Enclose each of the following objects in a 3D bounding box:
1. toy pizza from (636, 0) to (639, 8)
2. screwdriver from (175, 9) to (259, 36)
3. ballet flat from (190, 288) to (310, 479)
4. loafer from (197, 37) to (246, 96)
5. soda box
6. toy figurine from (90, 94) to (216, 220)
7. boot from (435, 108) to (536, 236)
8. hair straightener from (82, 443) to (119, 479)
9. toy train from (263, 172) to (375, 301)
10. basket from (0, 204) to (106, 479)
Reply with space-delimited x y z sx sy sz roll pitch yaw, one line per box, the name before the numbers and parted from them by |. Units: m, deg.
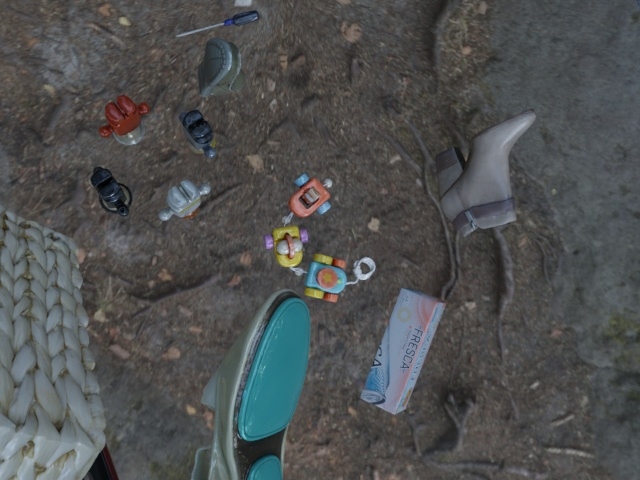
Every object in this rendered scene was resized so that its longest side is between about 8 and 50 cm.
toy pizza | 0.346 -0.274 0.704 0.032 0.201 0.201 -23 113 27
screwdriver | -0.203 -0.423 1.326 0.170 0.025 0.024 -18 134 -3
ballet flat | -0.067 0.159 0.546 0.086 0.086 0.248 8 86 -6
loafer | -0.200 -0.363 1.413 0.088 0.251 0.094 -5 93 -19
soda box | 0.126 0.166 1.020 0.063 0.058 0.183 21 92 24
toy figurine | -0.298 -0.140 1.213 0.210 0.148 0.212 7 79 -7
boot | 0.160 -0.057 0.619 0.118 0.042 0.086 -27 81 43
hair straightener | -0.199 0.263 0.564 0.047 0.089 0.230 -38 69 35
toy train | 0.000 0.000 0.876 0.125 0.046 0.166 -37 97 -11
basket | -0.374 0.134 0.542 0.267 0.328 0.331 24 108 -34
